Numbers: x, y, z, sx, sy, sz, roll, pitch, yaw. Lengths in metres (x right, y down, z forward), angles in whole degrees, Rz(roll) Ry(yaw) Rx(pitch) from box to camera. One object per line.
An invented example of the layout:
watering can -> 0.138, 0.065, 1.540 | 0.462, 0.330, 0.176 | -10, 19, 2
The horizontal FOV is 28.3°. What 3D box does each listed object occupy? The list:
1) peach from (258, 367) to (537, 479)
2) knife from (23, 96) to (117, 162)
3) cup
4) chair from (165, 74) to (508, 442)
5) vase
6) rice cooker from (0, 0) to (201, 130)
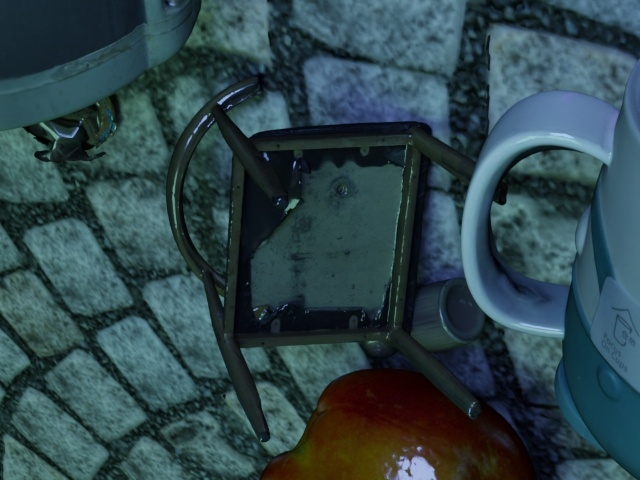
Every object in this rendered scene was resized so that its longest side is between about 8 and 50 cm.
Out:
peach -> 0.073, 0.216, 1.017 | 0.243, 0.199, 0.243 | 8, 117, 17
knife -> -0.255, -0.229, 1.013 | 0.089, 0.043, 0.365 | -15, 116, 6
cup -> 0.223, 0.011, 0.715 | 0.290, 0.219, 0.257 | 15, 134, 9
chair -> 0.000, 0.000, 0.903 | 0.272, 0.166, 0.188 | -135, 46, -61
vase -> 0.078, 0.064, 0.998 | 0.101, 0.053, 0.053 | -20, 111, 49
rice cooker -> -0.228, -0.224, 0.826 | 0.288, 0.288, 0.277 | 18, 134, 24
